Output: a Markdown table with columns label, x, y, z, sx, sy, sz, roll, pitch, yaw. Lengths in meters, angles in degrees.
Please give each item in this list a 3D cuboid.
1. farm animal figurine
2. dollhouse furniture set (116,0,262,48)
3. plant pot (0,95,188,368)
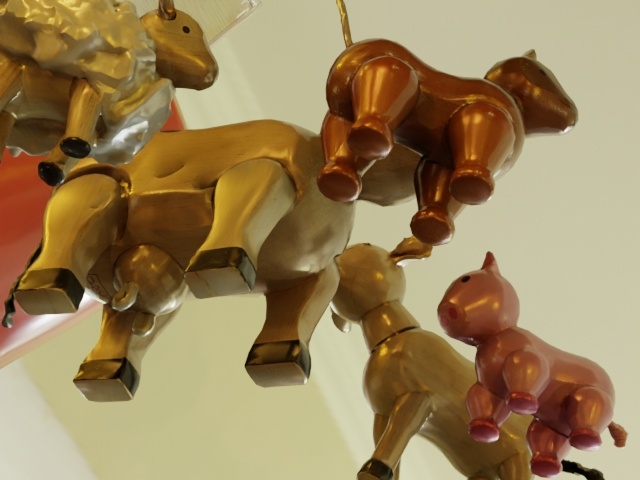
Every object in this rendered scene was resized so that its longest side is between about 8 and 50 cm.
| label | x | y | z | sx | sy | sz | roll | pitch | yaw |
| --- | --- | --- | --- | --- | --- | --- | --- | --- | --- |
| farm animal figurine | 0.000 | 0.000 | 0.804 | 0.327 | 0.172 | 0.330 | 6 | -43 | 12 |
| dollhouse furniture set | -0.262 | -0.348 | 1.455 | 0.394 | 0.362 | 0.256 | 45 | -10 | 30 |
| plant pot | -0.231 | -0.042 | 1.147 | 0.275 | 0.243 | 0.275 | 54 | -24 | 38 |
